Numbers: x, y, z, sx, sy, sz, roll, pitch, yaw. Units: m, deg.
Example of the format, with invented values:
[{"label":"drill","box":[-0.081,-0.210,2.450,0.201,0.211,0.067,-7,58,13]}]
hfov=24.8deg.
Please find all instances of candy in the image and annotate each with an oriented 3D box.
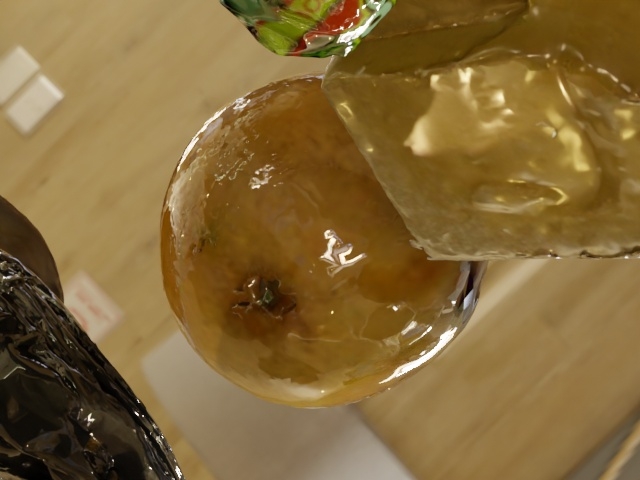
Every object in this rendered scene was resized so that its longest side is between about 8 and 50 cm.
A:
[{"label":"candy","box":[-0.082,-0.202,0.631,0.305,0.083,0.091,45,153,-11]}]

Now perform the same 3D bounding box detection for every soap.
[{"label":"soap","box":[0.171,-0.136,0.788,0.338,0.169,0.304,-3,138,32]}]

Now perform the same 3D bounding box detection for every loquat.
[{"label":"loquat","box":[0.000,0.000,1.135,0.263,0.263,0.263,46,-179,-1]}]

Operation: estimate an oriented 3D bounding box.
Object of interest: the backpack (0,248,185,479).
[{"label":"backpack","box":[-0.172,0.129,0.954,0.258,0.133,0.206,30,158,44]}]

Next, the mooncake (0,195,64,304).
[{"label":"mooncake","box":[-0.395,0.064,1.412,0.284,0.284,0.155,46,138,-10]}]
